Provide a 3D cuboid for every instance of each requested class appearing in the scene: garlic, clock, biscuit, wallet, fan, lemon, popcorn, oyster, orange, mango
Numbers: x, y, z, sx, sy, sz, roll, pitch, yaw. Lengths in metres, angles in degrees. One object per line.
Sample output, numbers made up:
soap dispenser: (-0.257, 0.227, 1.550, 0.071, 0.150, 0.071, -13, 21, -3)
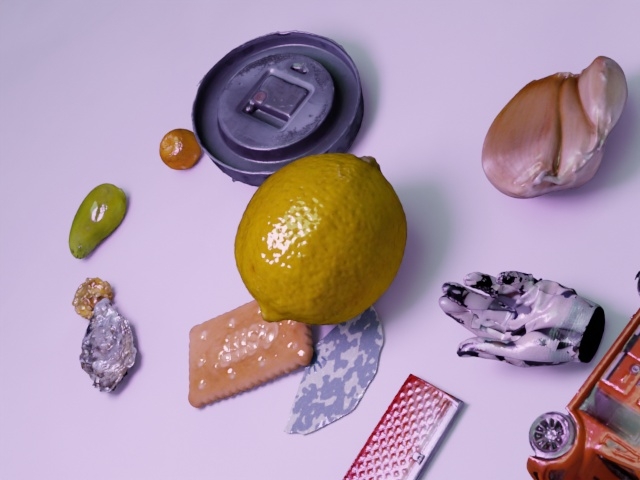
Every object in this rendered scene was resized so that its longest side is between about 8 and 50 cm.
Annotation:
garlic: (0.333, -0.140, 1.451, 0.217, 0.110, 0.228, -10, 46, 46)
clock: (-0.075, -0.233, 1.778, 0.312, 0.061, 0.313, -7, 59, 11)
biscuit: (-0.119, 0.167, 1.639, 0.249, 0.030, 0.160, -24, 50, 27)
wallet: (0.111, 0.287, 1.402, 0.103, 0.020, 0.197, 26, 80, 43)
fan: (0.025, 0.199, 1.531, 0.131, 0.009, 0.240, 26, 80, 43)
lemon: (0.002, 0.000, 1.515, 0.267, 0.267, 0.267, -19, 53, 27)
popcorn: (-0.428, 0.112, 1.896, 0.082, 0.057, 0.083, -35, 50, 16)
oyster: (-0.386, 0.193, 1.812, 0.125, 0.064, 0.177, -42, 46, 1)
orange: (-0.271, -0.177, 1.952, 0.083, 0.070, 0.083, -13, 68, 34)
mango: (-0.448, -0.040, 1.995, 0.091, 0.074, 0.165, 23, 79, 42)

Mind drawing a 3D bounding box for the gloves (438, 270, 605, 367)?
gloves: (0.261, 0.105, 1.348, 0.212, 0.111, 0.128, 14, 96, 39)

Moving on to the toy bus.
toy bus: (0.390, 0.182, 1.174, 0.329, 0.143, 0.153, -51, 45, -4)
